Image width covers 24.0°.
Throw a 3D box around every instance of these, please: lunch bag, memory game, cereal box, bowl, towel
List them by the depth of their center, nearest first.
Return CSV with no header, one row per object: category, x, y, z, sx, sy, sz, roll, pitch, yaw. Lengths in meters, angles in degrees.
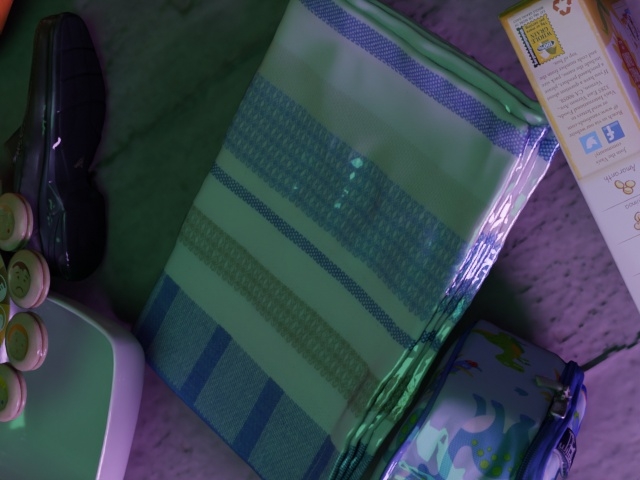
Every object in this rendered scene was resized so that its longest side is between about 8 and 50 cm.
cereal box,0.175,-0.018,0.775,0.047,0.173,0.240,-25,89,19
lunch bag,0.069,0.160,0.840,0.090,0.176,0.219,26,108,8
towel,0.000,0.000,0.875,0.209,0.034,0.285,41,112,33
bowl,-0.168,0.101,0.962,0.142,0.053,0.142,21,105,35
memory game,-0.232,0.038,0.970,0.186,0.012,0.186,-1,89,44

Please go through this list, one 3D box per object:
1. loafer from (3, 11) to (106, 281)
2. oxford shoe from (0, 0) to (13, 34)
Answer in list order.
loafer,-0.175,-0.060,0.951,0.061,0.062,0.170,7,99,23
oxford shoe,-0.253,-0.201,0.944,0.363,0.130,0.133,-40,52,27
